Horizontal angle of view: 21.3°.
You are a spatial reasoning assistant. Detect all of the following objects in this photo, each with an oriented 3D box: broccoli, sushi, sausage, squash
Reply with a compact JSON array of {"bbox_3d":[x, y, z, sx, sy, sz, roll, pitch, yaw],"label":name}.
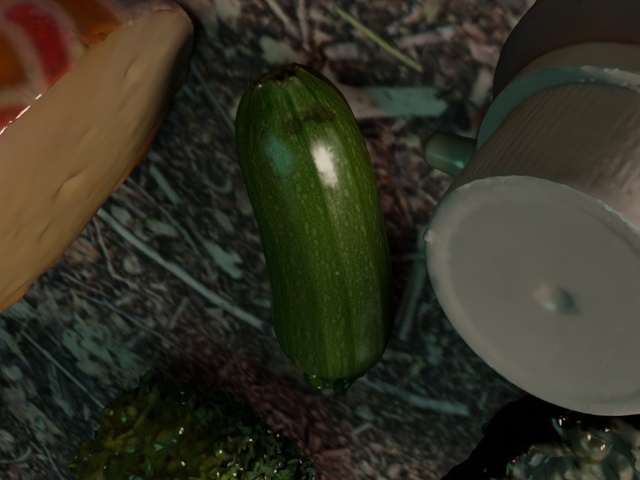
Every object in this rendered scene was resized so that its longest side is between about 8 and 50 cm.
[{"bbox_3d":[-0.096,0.191,1.107,0.194,0.194,0.220,39,148,5],"label":"broccoli"},{"bbox_3d":[0.159,0.129,0.886,0.147,0.115,0.212,43,144,5],"label":"sushi"},{"bbox_3d":[-0.245,-0.115,0.915,0.287,0.233,0.233,38,142,5],"label":"sausage"},{"bbox_3d":[0.000,0.000,0.939,0.077,0.068,0.219,11,133,22],"label":"squash"}]

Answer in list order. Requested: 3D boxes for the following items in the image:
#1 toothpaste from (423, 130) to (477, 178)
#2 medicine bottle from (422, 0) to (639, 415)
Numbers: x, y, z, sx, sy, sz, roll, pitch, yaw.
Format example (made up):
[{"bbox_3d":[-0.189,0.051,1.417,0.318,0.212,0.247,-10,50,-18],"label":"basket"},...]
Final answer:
[{"bbox_3d":[0.171,-0.001,0.807,0.268,0.047,0.069,22,119,20],"label":"toothpaste"},{"bbox_3d":[0.140,-0.052,0.620,0.147,0.247,0.147,24,138,23],"label":"medicine bottle"}]
